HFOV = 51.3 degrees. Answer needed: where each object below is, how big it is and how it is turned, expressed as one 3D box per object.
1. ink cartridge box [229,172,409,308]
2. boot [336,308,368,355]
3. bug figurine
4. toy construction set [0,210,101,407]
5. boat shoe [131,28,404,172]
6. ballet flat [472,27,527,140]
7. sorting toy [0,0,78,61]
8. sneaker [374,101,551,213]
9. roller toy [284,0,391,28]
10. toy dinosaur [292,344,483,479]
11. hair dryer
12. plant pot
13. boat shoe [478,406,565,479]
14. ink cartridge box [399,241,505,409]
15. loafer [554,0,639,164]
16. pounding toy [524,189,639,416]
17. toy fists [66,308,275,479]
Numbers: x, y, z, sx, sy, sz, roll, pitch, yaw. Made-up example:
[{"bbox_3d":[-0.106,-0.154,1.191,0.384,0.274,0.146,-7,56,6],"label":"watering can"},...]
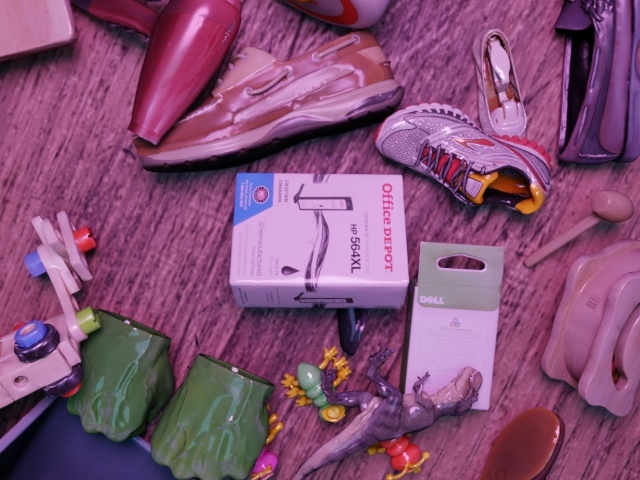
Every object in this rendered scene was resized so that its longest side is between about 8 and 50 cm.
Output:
[{"bbox_3d":[0.000,0.000,0.801,0.203,0.086,0.148,0,65,0],"label":"ink cartridge box"},{"bbox_3d":[0.013,0.079,0.858,0.099,0.045,0.121,14,89,-4],"label":"boot"},{"bbox_3d":[-0.009,0.279,0.867,0.279,0.072,0.216,-38,95,4],"label":"bug figurine"},{"bbox_3d":[-0.387,0.118,0.797,0.327,0.215,0.151,-39,121,-2],"label":"toy construction set"},{"bbox_3d":[-0.066,-0.168,0.802,0.323,0.122,0.120,-17,91,-7],"label":"boat shoe"},{"bbox_3d":[0.223,-0.180,0.827,0.057,0.052,0.168,-17,96,1],"label":"ballet flat"},{"bbox_3d":[-0.434,-0.328,0.788,0.255,0.089,0.257,-14,96,1],"label":"sorting toy"},{"bbox_3d":[0.174,-0.097,0.801,0.225,0.093,0.088,16,134,0],"label":"sneaker"},{"bbox_3d":[0.003,-0.331,0.733,0.209,0.191,0.146,28,90,-6],"label":"roller toy"},{"bbox_3d":[0.063,0.198,0.801,0.268,0.064,0.118,-26,96,4],"label":"toy dinosaur"},{"bbox_3d":[-0.186,-0.245,0.760,0.223,0.080,0.294,-18,68,29],"label":"hair dryer"},{"bbox_3d":[-0.332,0.380,0.801,0.247,0.247,0.252,39,107,-4],"label":"plant pot"},{"bbox_3d":[0.256,0.312,0.879,0.073,0.073,0.207,26,101,-41],"label":"boat shoe"},{"bbox_3d":[0.166,0.105,0.853,0.108,0.062,0.209,4,96,0],"label":"ink cartridge box"},{"bbox_3d":[0.325,-0.239,0.798,0.095,0.109,0.303,-7,99,5],"label":"loafer"},{"bbox_3d":[0.362,0.069,0.849,0.154,0.155,0.270,3,108,-29],"label":"pounding toy"},{"bbox_3d":[-0.192,0.197,0.823,0.279,0.096,0.142,21,83,13],"label":"toy fists"}]
